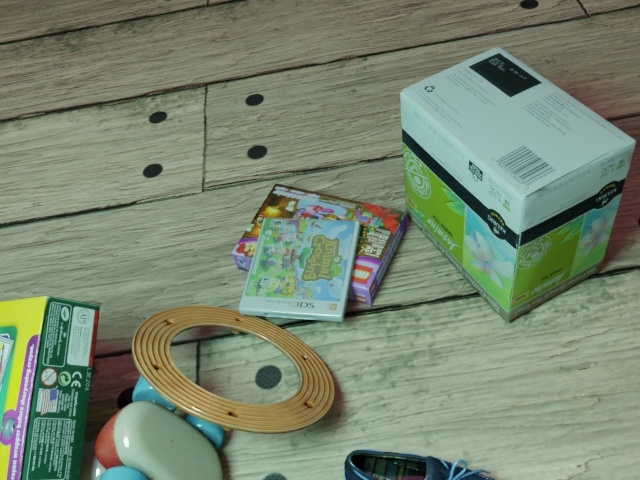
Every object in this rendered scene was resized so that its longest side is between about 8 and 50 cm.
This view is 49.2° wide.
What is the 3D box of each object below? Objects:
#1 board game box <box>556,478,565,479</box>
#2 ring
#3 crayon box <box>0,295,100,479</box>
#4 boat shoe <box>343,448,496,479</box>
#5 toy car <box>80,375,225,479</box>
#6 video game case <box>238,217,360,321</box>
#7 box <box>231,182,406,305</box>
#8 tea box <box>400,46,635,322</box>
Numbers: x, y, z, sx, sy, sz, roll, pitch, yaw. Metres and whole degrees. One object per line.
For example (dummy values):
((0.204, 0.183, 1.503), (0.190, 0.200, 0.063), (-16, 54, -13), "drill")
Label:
((0.422, 0.489, 0.855), (0.302, 0.086, 0.308), (10, 52, 19), "board game box")
((-0.139, 0.206, 1.131), (0.337, 0.032, 0.336), (18, 21, -7), "ring")
((-0.487, 0.278, 1.045), (0.313, 0.106, 0.363), (-8, 72, 35), "crayon box")
((0.155, 0.365, 1.012), (0.258, 0.089, 0.109), (3, 50, 13), "boat shoe")
((-0.295, 0.363, 1.077), (0.238, 0.210, 0.219), (-29, 29, 24), "toy car")
((-0.036, 0.048, 1.294), (0.193, 0.023, 0.212), (3, 54, 14), "video game case")
((0.000, 0.000, 1.380), (0.293, 0.057, 0.201), (14, 54, 21), "box")
((0.321, -0.099, 1.225), (0.220, 0.323, 0.329), (-27, 49, -13), "tea box")
